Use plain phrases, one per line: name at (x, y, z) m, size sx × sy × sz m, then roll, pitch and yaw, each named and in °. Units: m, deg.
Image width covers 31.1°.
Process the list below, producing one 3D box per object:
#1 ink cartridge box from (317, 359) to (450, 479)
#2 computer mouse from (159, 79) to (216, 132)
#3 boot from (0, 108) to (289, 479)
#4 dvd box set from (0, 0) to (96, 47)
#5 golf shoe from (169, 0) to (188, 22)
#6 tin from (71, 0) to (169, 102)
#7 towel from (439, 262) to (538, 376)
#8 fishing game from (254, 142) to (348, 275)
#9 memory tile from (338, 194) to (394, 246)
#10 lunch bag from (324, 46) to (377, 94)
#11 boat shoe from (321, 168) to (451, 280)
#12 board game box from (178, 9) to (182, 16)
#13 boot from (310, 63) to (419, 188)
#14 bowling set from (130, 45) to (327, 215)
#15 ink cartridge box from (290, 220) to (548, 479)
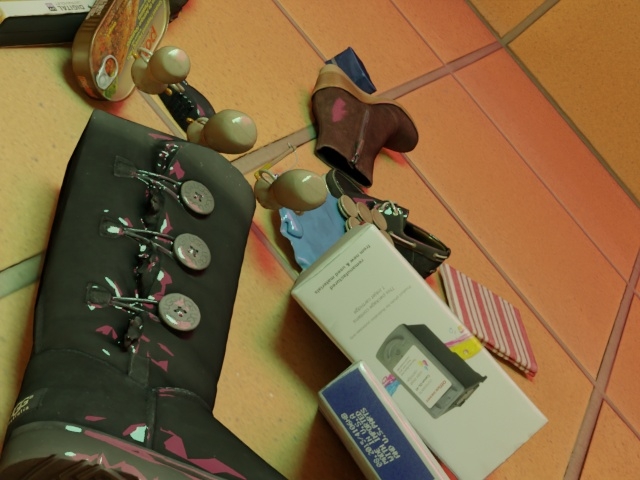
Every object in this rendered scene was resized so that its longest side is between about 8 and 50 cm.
ink cartridge box at (0.111, 0.291, 1.244) m, size 0.324 × 0.071 × 0.330 m, roll 54°, pitch -7°, yaw 10°
computer mouse at (-0.209, -0.235, 1.561) m, size 0.242 × 0.041 × 0.071 m, roll 54°, pitch 26°, yaw 12°
boot at (-0.108, 0.110, 1.095) m, size 0.367 × 0.146 × 0.445 m, roll 35°, pitch 30°, yaw -27°
dvd box set at (-0.421, -0.424, 1.433) m, size 0.420 × 0.062 × 0.308 m, roll 53°, pitch 29°, yaw 8°
golf shoe at (-0.192, -0.412, 1.681) m, size 0.105 × 0.120 × 0.273 m, roll 39°, pitch 41°, yaw -20°
tin at (-0.245, -0.254, 1.419) m, size 0.106 × 0.040 × 0.189 m, roll 59°, pitch 44°, yaw -46°
towel at (0.269, 0.131, 1.859) m, size 0.197 × 0.029 × 0.144 m, roll 31°, pitch 30°, yaw -30°
fishing game at (0.000, 0.000, 1.577) m, size 0.264 × 0.041 × 0.189 m, roll 53°, pitch 30°, yaw -9°
memory tile at (0.075, 0.009, 1.636) m, size 0.113 × 0.012 × 0.148 m, roll 20°, pitch 45°, yaw -50°
lunch bag at (0.051, -0.286, 2.041) m, size 0.067 × 0.065 × 0.098 m, roll 45°, pitch 19°, yaw -50°
boat shoe at (0.098, -0.034, 1.745) m, size 0.233 × 0.079 × 0.084 m, roll 42°, pitch 27°, yaw -13°
board game box at (-0.262, -0.406, 1.725) m, size 0.169 × 0.033 × 0.133 m, roll 28°, pitch 32°, yaw -38°
boot at (0.075, -0.160, 1.914) m, size 0.248 × 0.090 × 0.206 m, roll 33°, pitch 41°, yaw -34°
bowling set at (-0.157, -0.074, 1.346) m, size 0.287 × 0.200 × 0.154 m, roll 45°, pitch -17°, yaw -18°
ink cartridge box at (0.110, 0.128, 1.387) m, size 0.306 × 0.131 × 0.226 m, roll 47°, pitch 0°, yaw -2°
